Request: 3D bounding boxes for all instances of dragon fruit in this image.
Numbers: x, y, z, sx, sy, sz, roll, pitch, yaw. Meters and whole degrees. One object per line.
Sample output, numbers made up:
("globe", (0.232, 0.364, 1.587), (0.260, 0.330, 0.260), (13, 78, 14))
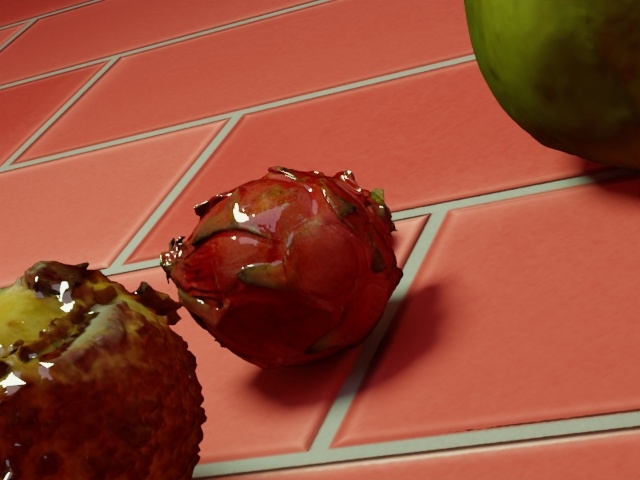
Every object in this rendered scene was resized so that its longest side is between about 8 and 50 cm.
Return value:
("dragon fruit", (-0.026, 0.025, 1.309), (0.209, 0.172, 0.172), (-17, 23, -4))

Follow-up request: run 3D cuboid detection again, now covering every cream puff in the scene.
("cream puff", (-0.222, 0.166, 1.106), (0.350, 0.228, 0.350), (-40, 6, 5))

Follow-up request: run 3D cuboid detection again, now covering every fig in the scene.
("fig", (0.280, -0.242, 1.382), (0.343, 0.343, 0.343), (-19, 23, 9))
